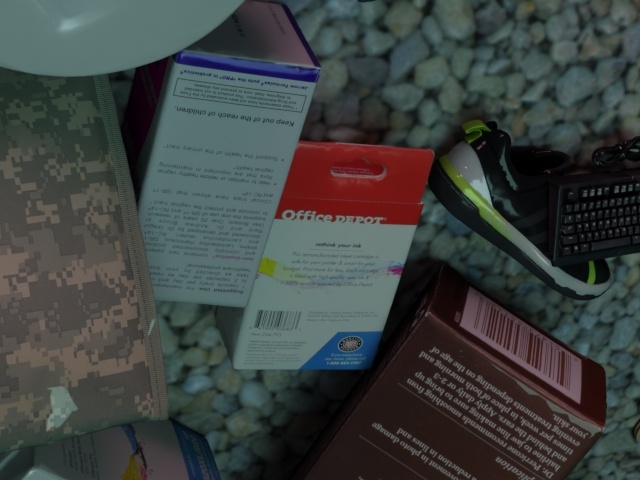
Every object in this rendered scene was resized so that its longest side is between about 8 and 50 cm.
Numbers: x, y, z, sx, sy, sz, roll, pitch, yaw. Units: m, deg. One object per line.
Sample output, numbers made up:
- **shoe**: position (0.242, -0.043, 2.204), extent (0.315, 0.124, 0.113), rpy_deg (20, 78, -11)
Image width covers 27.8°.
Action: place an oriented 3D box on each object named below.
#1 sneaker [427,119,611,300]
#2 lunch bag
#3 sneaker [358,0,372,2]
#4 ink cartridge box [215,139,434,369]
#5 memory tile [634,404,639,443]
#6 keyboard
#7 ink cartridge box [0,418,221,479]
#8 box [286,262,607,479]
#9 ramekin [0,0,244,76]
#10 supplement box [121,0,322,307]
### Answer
- **sneaker**: position (0.200, -0.028, 1.148), extent (0.235, 0.084, 0.097), rpy_deg (31, 109, -34)
- **lunch bag**: position (-0.256, 0.004, 0.920), extent (0.235, 0.169, 0.287), rpy_deg (-9, 95, -29)
- **sneaker**: position (0.093, -0.278, 0.890), extent (0.122, 0.110, 0.283), rpy_deg (5, 135, -17)
- **ink cartridge box**: position (0.000, 0.000, 1.105), extent (0.134, 0.078, 0.231), rpy_deg (2, 124, -21)
- **memory tile**: position (0.415, 0.169, 1.408), extent (0.148, 0.012, 0.113), rpy_deg (-9, 127, -11)
- **keyboard**: position (0.270, -0.038, 1.156), extent (0.180, 0.023, 0.108), rpy_deg (-8, 100, -38)
- **ink cartridge box**: position (-0.222, 0.238, 1.146), extent (0.171, 0.168, 0.233), rpy_deg (-45, 126, 15)
- **box**: position (0.085, 0.233, 1.221), extent (0.191, 0.143, 0.381), rpy_deg (34, 112, -1)
- **ramekin**: position (-0.154, -0.231, 0.805), extent (0.277, 0.135, 0.277), rpy_deg (-11, 144, -8)
- **supplement box**: position (-0.091, -0.069, 1.004), extent (0.114, 0.111, 0.220), rpy_deg (4, 123, -21)
